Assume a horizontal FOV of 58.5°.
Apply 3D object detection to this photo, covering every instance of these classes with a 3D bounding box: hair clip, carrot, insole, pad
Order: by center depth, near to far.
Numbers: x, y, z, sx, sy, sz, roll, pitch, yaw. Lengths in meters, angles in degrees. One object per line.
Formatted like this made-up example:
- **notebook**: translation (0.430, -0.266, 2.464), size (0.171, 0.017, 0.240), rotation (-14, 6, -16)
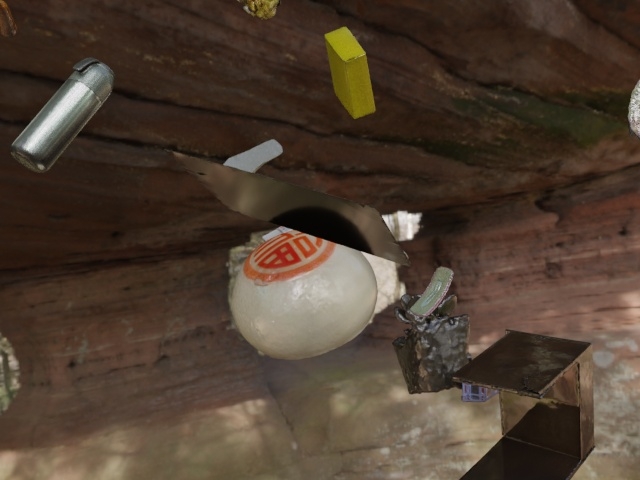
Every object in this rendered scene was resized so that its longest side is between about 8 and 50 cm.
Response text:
- **pad**: translation (-0.034, -0.037, 0.631), size (0.264, 0.009, 0.159), rotation (17, -14, 26)
- **carrot**: translation (-0.666, -0.470, 1.210), size (0.037, 0.037, 0.190), rotation (-7, 6, -25)
- **insole**: translation (-0.159, -0.177, 1.284), size (0.192, 0.063, 0.010), rotation (-38, -9, -36)
- **hair clip**: translation (0.257, 0.120, 1.310), size (0.054, 0.137, 0.022), rotation (18, -26, 45)

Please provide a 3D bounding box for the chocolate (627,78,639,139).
- **chocolate**: translation (0.667, -0.214, 1.031), size (0.221, 0.222, 0.147), rotation (-6, -17, 27)

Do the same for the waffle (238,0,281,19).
- **waffle**: translation (-0.172, -0.776, 1.632), size (0.060, 0.281, 0.262), rotation (-11, -37, -29)

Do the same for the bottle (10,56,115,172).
- **bottle**: translation (-0.504, -0.253, 1.125), size (0.079, 0.254, 0.096), rotation (22, -23, 19)

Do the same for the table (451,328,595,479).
- **table**: translation (0.423, 0.356, 1.187), size (0.196, 0.251, 0.282), rotation (4, 15, 43)

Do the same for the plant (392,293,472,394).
- **plant**: translation (0.301, 0.279, 1.570), size (0.198, 0.276, 0.188), rotation (-3, -11, -22)

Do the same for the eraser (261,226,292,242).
- **eraser**: translation (-0.049, -0.002, 1.624), size (0.210, 0.125, 0.068), rotation (-29, 34, -17)

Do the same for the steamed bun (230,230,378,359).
- **steamed bun**: translation (-0.038, 0.079, 1.065), size (0.282, 0.177, 0.283), rotation (-14, 27, 7)

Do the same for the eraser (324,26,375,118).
- **eraser**: translation (0.051, -0.288, 0.984), size (0.045, 0.097, 0.122), rotation (-22, -41, -5)

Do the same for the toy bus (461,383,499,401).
- **toy bus**: translation (0.412, 0.369, 1.459), size (0.076, 0.073, 0.167), rotation (-3, -4, 32)
